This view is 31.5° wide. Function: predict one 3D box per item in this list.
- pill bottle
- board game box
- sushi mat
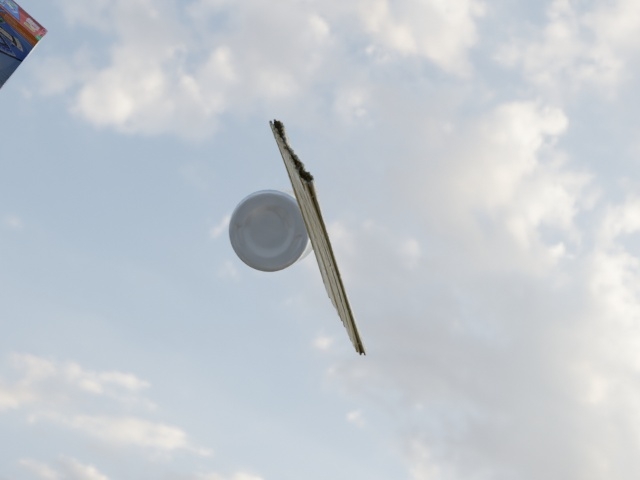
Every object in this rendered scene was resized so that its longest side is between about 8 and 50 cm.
[{"bbox_3d":[-0.072,-0.021,1.954,0.136,0.136,0.245,13,4,5],"label":"pill bottle"},{"bbox_3d":[-0.503,-0.332,1.500,0.281,0.027,0.145,42,-40,-14],"label":"board game box"},{"bbox_3d":[0.000,0.000,1.454,0.019,0.151,0.316,-22,-48,-4],"label":"sushi mat"}]
